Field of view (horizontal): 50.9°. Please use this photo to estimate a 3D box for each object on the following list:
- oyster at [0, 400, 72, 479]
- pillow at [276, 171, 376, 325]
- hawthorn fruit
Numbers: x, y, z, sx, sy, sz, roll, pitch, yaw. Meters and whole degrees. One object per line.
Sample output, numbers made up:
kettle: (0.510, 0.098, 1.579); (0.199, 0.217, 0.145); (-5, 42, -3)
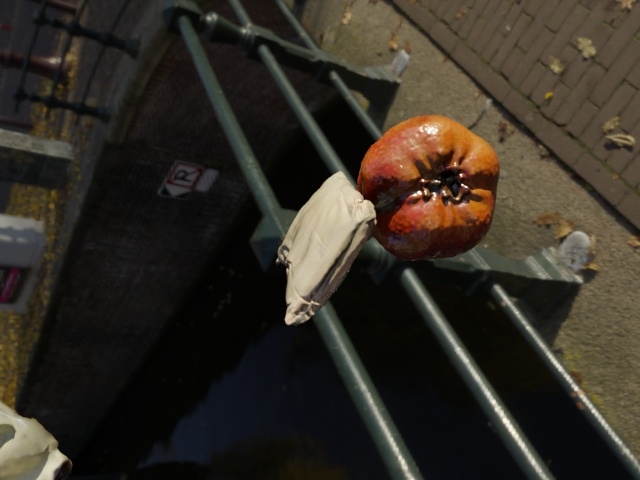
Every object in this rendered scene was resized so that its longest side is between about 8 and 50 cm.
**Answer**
oyster: (-0.240, 0.123, 0.285); (0.214, 0.223, 0.083); (-57, -2, -47)
pillow: (0.000, 0.000, 0.900); (0.173, 0.067, 0.270); (-54, 14, 8)
hawthorn fruit: (0.140, -0.074, 0.992); (0.243, 0.207, 0.207); (-163, 83, -78)
